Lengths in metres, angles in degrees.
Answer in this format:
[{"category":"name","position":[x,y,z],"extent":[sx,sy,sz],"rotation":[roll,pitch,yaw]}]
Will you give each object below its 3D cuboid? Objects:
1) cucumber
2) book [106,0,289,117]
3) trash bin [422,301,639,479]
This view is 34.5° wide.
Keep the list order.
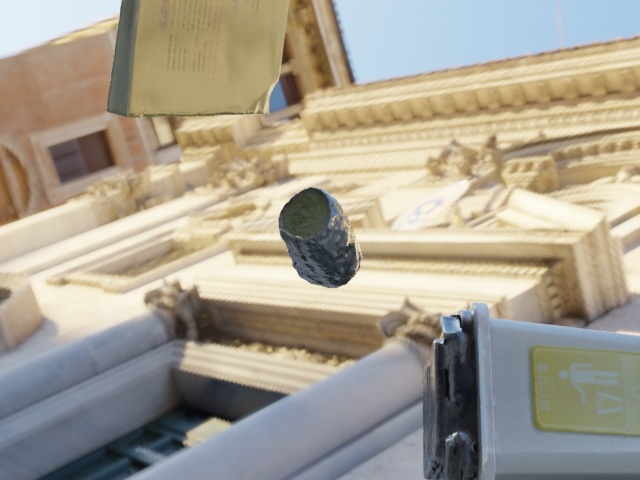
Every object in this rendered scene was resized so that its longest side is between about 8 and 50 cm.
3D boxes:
[{"category":"cucumber","position":[0.000,0.001,0.874],"extent":[0.064,0.064,0.112],"rotation":[51,-5,22]},{"category":"book","position":[-0.053,-0.151,0.564],"extent":[0.013,0.192,0.168],"rotation":[12,-80,17]},{"category":"trash bin","position":[0.327,0.245,1.402],"extent":[0.296,0.368,0.256],"rotation":[92,-1,-63]}]
